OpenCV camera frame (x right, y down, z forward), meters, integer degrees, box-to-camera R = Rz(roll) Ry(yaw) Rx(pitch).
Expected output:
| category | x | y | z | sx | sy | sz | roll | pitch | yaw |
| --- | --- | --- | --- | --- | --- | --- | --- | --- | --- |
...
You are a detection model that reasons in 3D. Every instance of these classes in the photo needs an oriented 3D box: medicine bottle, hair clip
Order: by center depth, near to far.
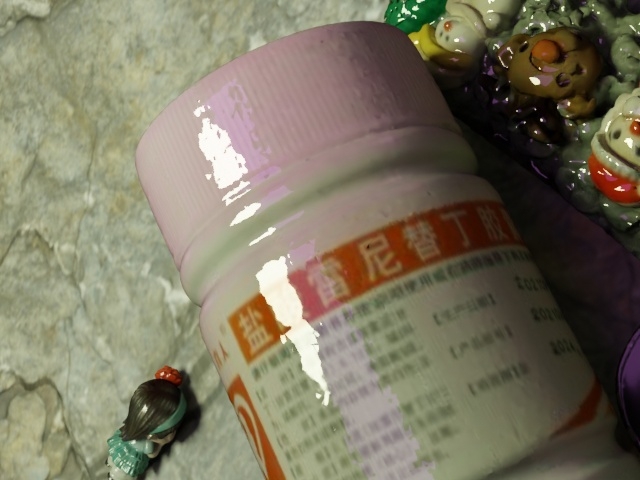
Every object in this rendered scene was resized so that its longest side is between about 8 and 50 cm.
| category | x | y | z | sx | sy | sz | roll | pitch | yaw |
| --- | --- | --- | --- | --- | --- | --- | --- | --- | --- |
| medicine bottle | 0.035 | 0.050 | 0.732 | 0.202 | 0.202 | 0.316 | -37 | 71 | 31 |
| hair clip | 0.137 | -0.113 | 0.779 | 0.321 | 0.091 | 0.138 | 40 | 106 | 38 |

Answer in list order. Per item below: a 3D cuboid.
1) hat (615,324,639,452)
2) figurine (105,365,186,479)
| category | x | y | z | sx | sy | sz | roll | pitch | yaw |
| --- | --- | --- | --- | --- | --- | --- | --- | --- | --- |
| hat | 0.228 | 0.091 | 0.686 | 0.121 | 0.050 | 0.121 | -15 | 67 | 41 |
| figurine | -0.147 | 0.157 | 1.016 | 0.106 | 0.047 | 0.060 | -56 | 15 | 28 |
